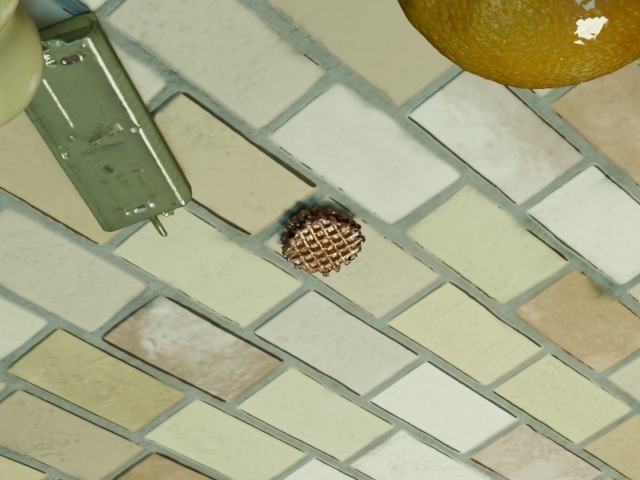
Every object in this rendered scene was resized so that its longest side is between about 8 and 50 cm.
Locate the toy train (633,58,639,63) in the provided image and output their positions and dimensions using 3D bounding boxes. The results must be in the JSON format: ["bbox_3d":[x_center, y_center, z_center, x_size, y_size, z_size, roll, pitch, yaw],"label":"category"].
[{"bbox_3d":[0.287,-0.183,1.189,0.138,0.087,0.050,3,131,-19],"label":"toy train"}]

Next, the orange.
[{"bbox_3d":[0.166,-0.237,0.983,0.264,0.264,0.264,-8,137,-7],"label":"orange"}]

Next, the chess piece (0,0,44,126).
[{"bbox_3d":[-0.285,-0.203,0.974,0.167,0.167,0.299,-13,141,-2],"label":"chess piece"}]

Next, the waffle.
[{"bbox_3d":[0.000,0.000,1.344,0.083,0.029,0.075,14,127,-23],"label":"waffle"}]

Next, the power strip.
[{"bbox_3d":[-0.188,-0.086,1.198,0.092,0.034,0.268,-20,137,5],"label":"power strip"}]
